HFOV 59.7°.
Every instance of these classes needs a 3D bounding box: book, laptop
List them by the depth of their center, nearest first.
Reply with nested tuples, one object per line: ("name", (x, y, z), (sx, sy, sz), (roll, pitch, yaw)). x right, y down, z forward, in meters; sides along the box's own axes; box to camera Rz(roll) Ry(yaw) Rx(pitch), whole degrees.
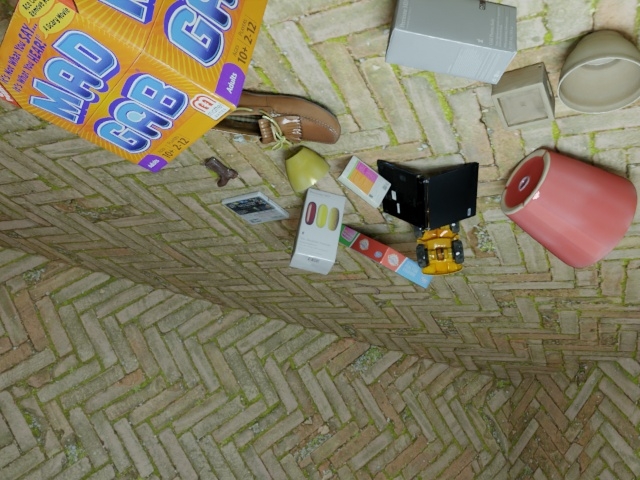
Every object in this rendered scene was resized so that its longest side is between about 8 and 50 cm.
("book", (0.131, -0.174, 1.642), (0.144, 0.096, 0.035), (37, 150, -9))
("laptop", (0.325, -0.157, 1.694), (0.264, 0.136, 0.234), (26, 151, 30))

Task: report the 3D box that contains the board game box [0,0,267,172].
("board game box", (-0.355, -0.410, 1.069), (0.356, 0.356, 0.356), (27, 151, -31))

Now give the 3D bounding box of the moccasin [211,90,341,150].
("moccasin", (-0.136, -0.306, 1.454), (0.380, 0.147, 0.139), (13, 155, -5))

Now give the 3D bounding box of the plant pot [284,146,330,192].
("plant pot", (-0.051, -0.221, 1.653), (0.134, 0.134, 0.095), (-16, 118, 45))

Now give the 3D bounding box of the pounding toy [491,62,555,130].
("pounding toy", (0.458, -0.319, 1.269), (0.130, 0.100, 0.141), (-8, 139, 34))

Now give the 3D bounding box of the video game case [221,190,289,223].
("video game case", (-0.239, -0.118, 2.054), (0.190, 0.022, 0.173), (-8, 150, 37))

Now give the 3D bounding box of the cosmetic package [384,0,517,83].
("cosmetic package", (0.256, -0.407, 1.106), (0.238, 0.127, 0.107), (11, 156, -4))

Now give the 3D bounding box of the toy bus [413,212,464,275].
("toy bus", (0.400, -0.006, 1.875), (0.149, 0.220, 0.211), (-7, -176, 15))

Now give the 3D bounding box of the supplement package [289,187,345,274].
("supplement package", (-0.010, -0.031, 1.877), (0.139, 0.244, 0.134), (13, 156, -7))

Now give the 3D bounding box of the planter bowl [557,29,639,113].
("planter bowl", (0.563, -0.349, 1.121), (0.162, 0.109, 0.162), (8, 155, 4))

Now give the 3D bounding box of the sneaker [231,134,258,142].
("sneaker", (-0.220, -0.303, 1.646), (0.083, 0.032, 0.037), (10, 170, 13))

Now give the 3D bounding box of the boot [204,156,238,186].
("boot", (-0.346, -0.227, 1.842), (0.106, 0.037, 0.114), (-28, 140, 35))

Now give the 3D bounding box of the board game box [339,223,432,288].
("board game box", (0.220, 0.053, 2.002), (0.242, 0.064, 0.316), (28, 180, -34))

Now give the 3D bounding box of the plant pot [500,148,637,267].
("plant pot", (0.634, -0.101, 1.474), (0.243, 0.275, 0.275), (27, 153, -8))
